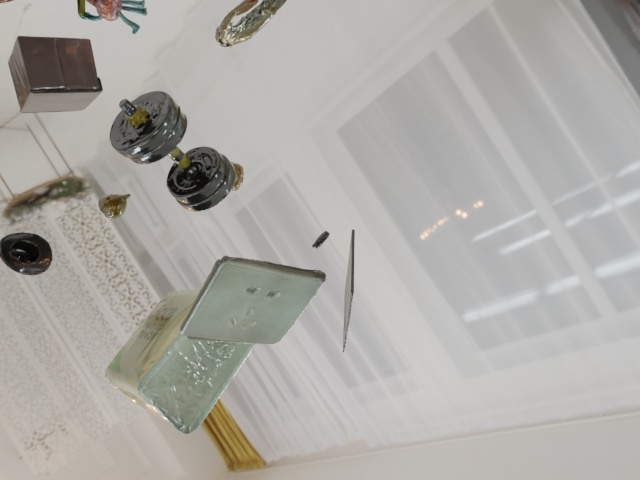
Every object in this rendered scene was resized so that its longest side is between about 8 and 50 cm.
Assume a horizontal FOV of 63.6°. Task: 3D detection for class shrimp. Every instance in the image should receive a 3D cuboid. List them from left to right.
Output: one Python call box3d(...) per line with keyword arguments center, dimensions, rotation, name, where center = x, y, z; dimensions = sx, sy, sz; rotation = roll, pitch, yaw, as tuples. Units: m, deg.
box3d(center=(-0.214, -0.670, 1.533), dimensions=(0.253, 0.058, 0.173), rotation=(-36, 173, 20), name="shrimp")

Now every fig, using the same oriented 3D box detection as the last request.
box3d(center=(-0.611, -0.111, 1.542), dimensions=(0.098, 0.082, 0.084), rotation=(-40, -177, -10), name="fig")

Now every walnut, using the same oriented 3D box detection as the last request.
box3d(center=(-0.283, -0.202, 1.643), dimensions=(0.083, 0.096, 0.079), rotation=(6, 172, 38), name="walnut")

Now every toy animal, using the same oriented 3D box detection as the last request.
box3d(center=(-0.507, -0.546, 1.184), dimensions=(0.103, 0.209, 0.100), rotation=(118, -10, -45), name="toy animal")

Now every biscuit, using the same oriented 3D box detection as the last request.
box3d(center=(0.000, 0.000, 1.906), dimensions=(0.089, 0.027, 0.087), rotation=(-50, -176, -21), name="biscuit")

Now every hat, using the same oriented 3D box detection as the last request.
box3d(center=(-0.712, 0.036, 1.241), dimensions=(0.050, 0.121, 0.121), rotation=(-31, -179, 43), name="hat")

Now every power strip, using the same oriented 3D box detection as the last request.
box3d(center=(-0.120, 0.097, 0.899), dimensions=(0.199, 0.064, 0.213), rotation=(12, 131, -31), name="power strip")

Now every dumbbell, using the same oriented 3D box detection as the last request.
box3d(center=(-0.364, -0.217, 1.304), dimensions=(0.185, 0.185, 0.388), rotation=(-33, 141, 5), name="dumbbell")

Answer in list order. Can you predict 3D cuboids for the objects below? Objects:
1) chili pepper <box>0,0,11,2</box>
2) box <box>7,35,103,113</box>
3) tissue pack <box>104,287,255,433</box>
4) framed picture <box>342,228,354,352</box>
box3d(center=(-0.215, -0.257, 0.397), dimensions=(0.388, 0.110, 0.110), rotation=(-42, -175, -34), name="chili pepper")
box3d(center=(-0.735, -0.452, 1.422), dimensions=(0.189, 0.153, 0.252), rotation=(-13, -171, -32), name="box")
box3d(center=(-0.384, 0.303, 1.404), dimensions=(0.405, 0.205, 0.331), rotation=(-11, -143, 55), name="tissue pack")
box3d(center=(0.088, 0.160, 1.601), dimensions=(0.013, 0.244, 0.323), rotation=(3, 138, 1), name="framed picture")
